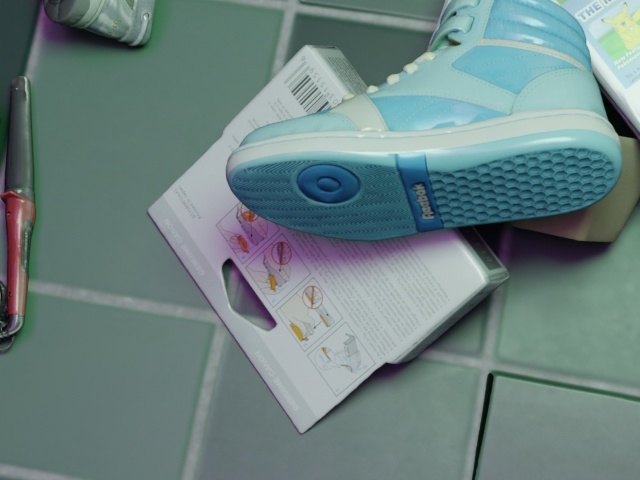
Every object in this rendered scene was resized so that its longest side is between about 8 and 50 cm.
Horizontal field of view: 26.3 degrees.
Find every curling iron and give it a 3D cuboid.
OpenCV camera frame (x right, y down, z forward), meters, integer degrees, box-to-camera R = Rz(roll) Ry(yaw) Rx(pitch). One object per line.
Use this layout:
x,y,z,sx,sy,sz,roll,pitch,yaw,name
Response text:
-0.304,-0.031,1.323,0.068,0.035,0.273,2,77,7,curling iron

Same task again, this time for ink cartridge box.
0.000,0.000,1.260,0.239,0.060,0.275,-43,74,26,ink cartridge box

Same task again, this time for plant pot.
0.225,-0.051,1.222,0.109,0.109,0.096,13,97,35,plant pot

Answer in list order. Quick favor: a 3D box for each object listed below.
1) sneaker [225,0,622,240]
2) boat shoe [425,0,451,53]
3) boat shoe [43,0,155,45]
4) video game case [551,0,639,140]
0.083,-0.117,1.154,0.319,0.127,0.208,-3,56,5,sneaker
0.179,-0.220,1.284,0.119,0.121,0.335,20,90,4,boat shoe
-0.195,-0.352,1.362,0.118,0.103,0.320,-14,65,50,boat shoe
0.373,-0.228,1.172,0.329,0.036,0.300,-36,78,3,video game case
